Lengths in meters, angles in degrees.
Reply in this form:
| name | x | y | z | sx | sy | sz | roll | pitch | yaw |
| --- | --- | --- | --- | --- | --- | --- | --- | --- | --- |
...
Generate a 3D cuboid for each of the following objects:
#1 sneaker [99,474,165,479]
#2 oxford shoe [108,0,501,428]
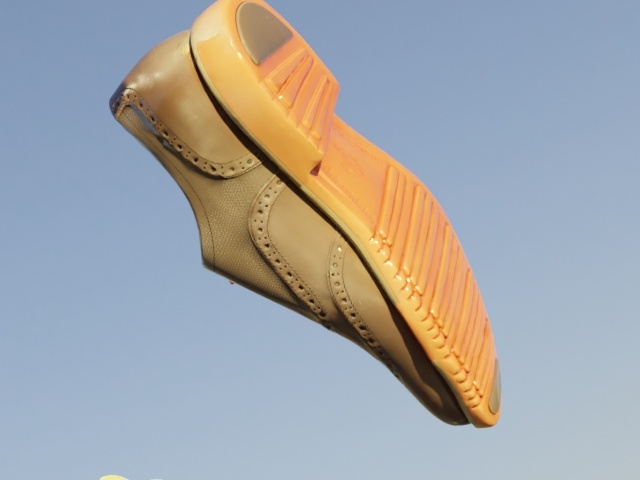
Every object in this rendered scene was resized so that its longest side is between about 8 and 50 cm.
| name | x | y | z | sx | sy | sz | roll | pitch | yaw |
| --- | --- | --- | --- | --- | --- | --- | --- | --- | --- |
| sneaker | -0.070 | 0.254 | 1.184 | 0.126 | 0.240 | 0.091 | -29 | 29 | 54 |
| oxford shoe | 0.000 | 0.000 | 1.135 | 0.133 | 0.363 | 0.130 | -29 | 19 | 25 |
